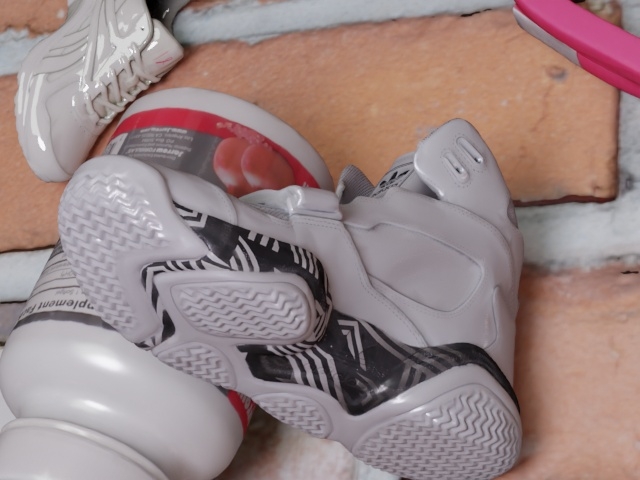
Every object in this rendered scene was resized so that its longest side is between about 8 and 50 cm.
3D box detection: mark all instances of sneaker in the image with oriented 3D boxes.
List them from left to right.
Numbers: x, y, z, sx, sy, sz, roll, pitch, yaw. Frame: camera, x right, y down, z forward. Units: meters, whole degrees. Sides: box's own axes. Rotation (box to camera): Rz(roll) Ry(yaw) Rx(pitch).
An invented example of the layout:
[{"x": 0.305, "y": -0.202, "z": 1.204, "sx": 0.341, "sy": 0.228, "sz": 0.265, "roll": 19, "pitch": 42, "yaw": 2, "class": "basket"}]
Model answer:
[{"x": -0.178, "y": -0.152, "z": 1.371, "sx": 0.115, "sy": 0.090, "sz": 0.232, "roll": 9, "pitch": 69, "yaw": 27, "class": "sneaker"}, {"x": 0.000, "y": 0.000, "z": 1.046, "sx": 0.137, "sy": 0.366, "sz": 0.210, "roll": -23, "pitch": 44, "yaw": 44, "class": "sneaker"}]

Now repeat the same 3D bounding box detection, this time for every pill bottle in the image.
[{"x": -0.118, "y": 0.063, "z": 1.130, "sx": 0.176, "sy": 0.176, "sz": 0.318, "roll": 3, "pitch": 54, "yaw": 28, "class": "pill bottle"}]

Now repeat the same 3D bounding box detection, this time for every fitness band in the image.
[{"x": 0.260, "y": -0.215, "z": 1.201, "sx": 0.209, "sy": 0.054, "sz": 0.291, "roll": -48, "pitch": 54, "yaw": -5, "class": "fitness band"}]

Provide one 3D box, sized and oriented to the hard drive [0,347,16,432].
[{"x": -0.195, "y": 0.212, "z": 1.206, "sx": 0.203, "sy": 0.040, "sz": 0.307, "roll": -19, "pitch": 56, "yaw": 17, "class": "hard drive"}]
